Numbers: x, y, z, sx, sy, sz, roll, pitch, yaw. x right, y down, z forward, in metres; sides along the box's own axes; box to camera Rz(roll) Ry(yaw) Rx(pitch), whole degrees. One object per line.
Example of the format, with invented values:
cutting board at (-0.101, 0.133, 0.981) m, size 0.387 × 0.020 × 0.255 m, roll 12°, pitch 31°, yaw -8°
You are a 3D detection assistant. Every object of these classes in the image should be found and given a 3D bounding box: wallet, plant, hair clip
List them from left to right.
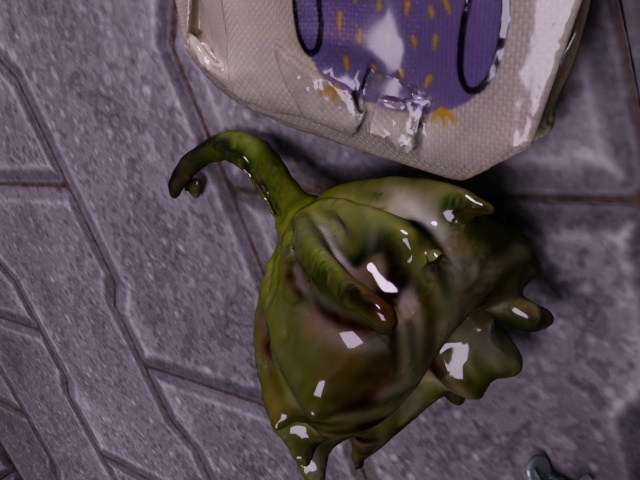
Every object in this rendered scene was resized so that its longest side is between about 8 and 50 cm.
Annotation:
plant at (-0.028, 0.005, 0.536) m, size 0.333 × 0.180 × 0.251 m, roll 43°, pitch 133°, yaw 21°
wallet at (0.001, -0.177, 0.424) m, size 0.335 × 0.068 × 0.275 m, roll 22°, pitch 132°, yaw 35°
hair clip at (0.160, 0.198, 0.593) m, size 0.039 × 0.030 × 0.115 m, roll 49°, pitch 148°, yaw 42°
